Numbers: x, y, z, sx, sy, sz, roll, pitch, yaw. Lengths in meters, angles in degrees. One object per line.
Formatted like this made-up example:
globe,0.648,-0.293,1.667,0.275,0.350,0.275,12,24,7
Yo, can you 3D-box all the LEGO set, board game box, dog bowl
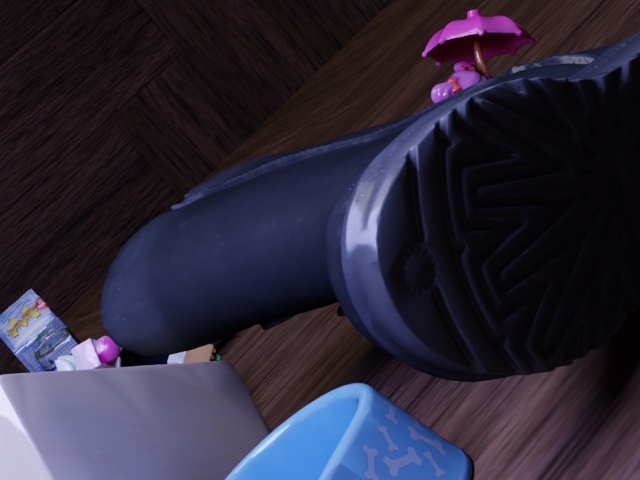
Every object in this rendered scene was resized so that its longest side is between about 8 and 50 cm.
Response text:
LEGO set,-0.104,0.138,1.256,0.107,0.132,0.287,-21,-9,16
board game box,-0.245,0.140,1.524,0.060,0.194,0.194,-43,9,-9
dog bowl,-0.024,0.183,0.799,0.166,0.074,0.297,-35,12,35

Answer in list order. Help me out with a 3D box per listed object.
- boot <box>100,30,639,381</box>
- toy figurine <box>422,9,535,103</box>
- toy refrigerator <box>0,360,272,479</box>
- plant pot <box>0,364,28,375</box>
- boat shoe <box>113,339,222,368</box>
boot,0.001,0.000,0.954,0.445,0.146,0.367,-10,10,44
toy figurine,0.136,-0.093,1.149,0.130,0.159,0.173,-30,16,52
toy refrigerator,-0.132,0.147,0.974,0.094,0.102,0.269,-38,-17,19
plant pot,-0.478,0.251,2.026,0.215,0.215,0.230,-36,-3,31
boat shoe,-0.215,0.145,1.690,0.258,0.095,0.084,-40,5,16
